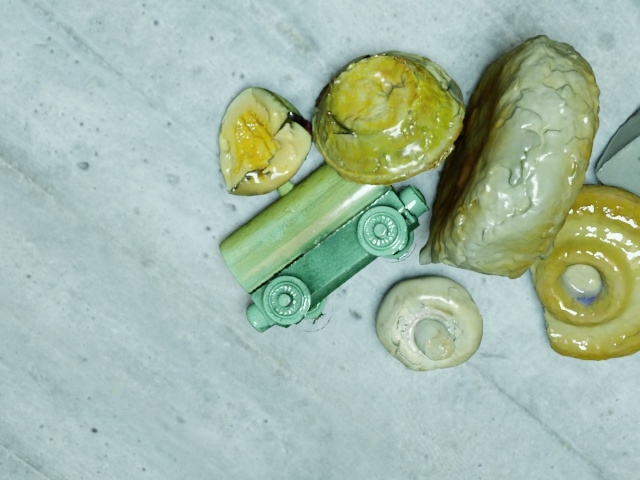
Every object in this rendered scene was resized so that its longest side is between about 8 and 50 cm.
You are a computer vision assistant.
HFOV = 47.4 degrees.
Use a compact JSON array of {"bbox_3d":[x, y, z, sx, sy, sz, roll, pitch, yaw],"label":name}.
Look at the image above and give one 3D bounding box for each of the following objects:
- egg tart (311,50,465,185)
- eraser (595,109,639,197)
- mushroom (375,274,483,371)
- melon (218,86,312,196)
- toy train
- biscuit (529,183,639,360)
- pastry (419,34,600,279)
[{"bbox_3d":[0.081,-0.170,0.945,0.213,0.090,0.212,-7,64,14],"label":"egg tart"},{"bbox_3d":[0.525,-0.178,0.946,0.111,0.077,0.352,36,132,-10],"label":"eraser"},{"bbox_3d":[0.158,0.125,1.062,0.154,0.122,0.154,0,113,0],"label":"mushroom"},{"bbox_3d":[-0.074,-0.145,0.999,0.160,0.079,0.128,-48,61,36],"label":"melon"},{"bbox_3d":[0.001,-0.001,1.040,0.307,0.126,0.189,-37,71,9],"label":"toy train"},{"bbox_3d":[0.408,0.045,1.039,0.213,0.091,0.274,-16,103,25],"label":"biscuit"},{"bbox_3d":[0.240,-0.093,0.908,0.137,0.329,0.329,19,105,-3],"label":"pastry"}]
